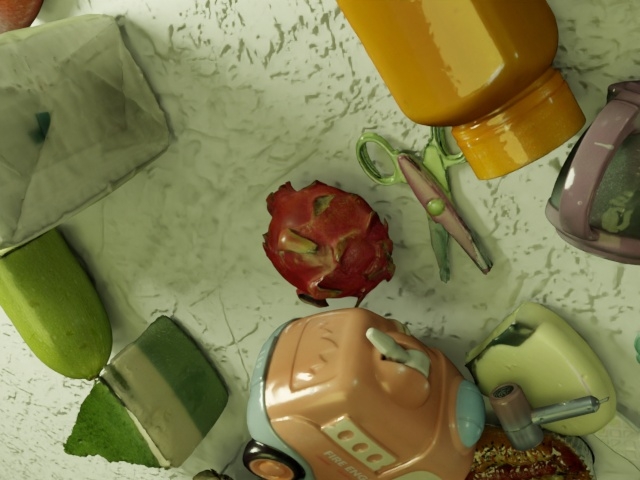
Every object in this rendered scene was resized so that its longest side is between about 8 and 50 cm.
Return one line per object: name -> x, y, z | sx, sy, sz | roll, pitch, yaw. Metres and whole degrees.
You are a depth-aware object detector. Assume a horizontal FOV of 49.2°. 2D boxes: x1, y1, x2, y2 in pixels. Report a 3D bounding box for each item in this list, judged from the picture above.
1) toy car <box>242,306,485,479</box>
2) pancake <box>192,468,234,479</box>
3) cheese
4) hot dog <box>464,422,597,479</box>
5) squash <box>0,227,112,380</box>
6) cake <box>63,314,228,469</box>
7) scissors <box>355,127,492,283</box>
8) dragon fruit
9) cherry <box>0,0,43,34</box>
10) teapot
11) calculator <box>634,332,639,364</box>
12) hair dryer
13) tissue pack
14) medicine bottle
toy car -> 0.062, 0.188, 0.771 | 0.212, 0.181, 0.270 | -27, 123, 37
pancake -> -0.093, 0.507, 1.039 | 0.382, 0.071, 0.382 | 50, 156, 31
cheese -> 0.280, 0.177, 0.743 | 0.251, 0.054, 0.127 | 39, 130, 5
hot dog -> 0.225, 0.262, 0.826 | 0.191, 0.059, 0.108 | -11, 115, 34
squash -> -0.409, 0.107, 1.080 | 0.132, 0.132, 0.247 | -15, 109, 37
cake -> -0.272, 0.277, 1.077 | 0.172, 0.158, 0.283 | 42, 132, 2
scissors -> 0.123, -0.042, 0.733 | 0.133, 0.020, 0.187 | -15, 107, 32
dragon fruit -> 0.000, 0.000, 0.763 | 0.166, 0.133, 0.136 | 42, 122, 18
cherry -> -0.387, -0.315, 0.848 | 0.106, 0.087, 0.126 | 38, 149, -2
teapot -> 0.246, -0.062, 0.577 | 0.148, 0.116, 0.146 | 4, 112, -18
calculator -> 0.381, 0.119, 0.666 | 0.153, 0.021, 0.095 | 8, 120, 24
hair dryer -> 0.236, 0.170, 0.712 | 0.114, 0.037, 0.063 | -22, 102, 28
tissue pack -> -0.418, -0.107, 0.855 | 0.380, 0.297, 0.207 | -11, 112, 34
medicine bottle -> 0.119, -0.169, 0.575 | 0.112, 0.149, 0.222 | -24, 103, 40
